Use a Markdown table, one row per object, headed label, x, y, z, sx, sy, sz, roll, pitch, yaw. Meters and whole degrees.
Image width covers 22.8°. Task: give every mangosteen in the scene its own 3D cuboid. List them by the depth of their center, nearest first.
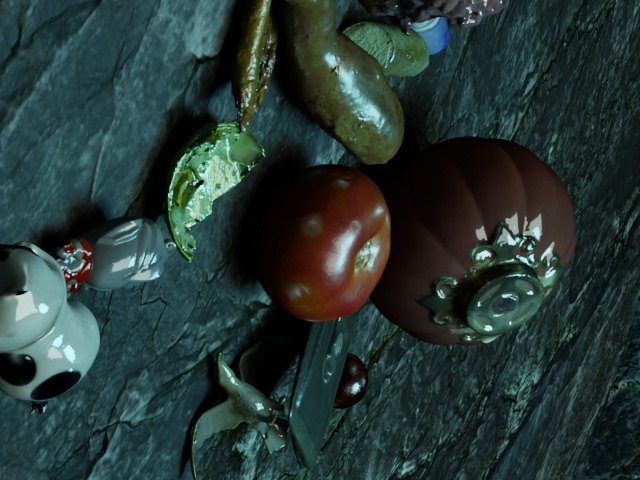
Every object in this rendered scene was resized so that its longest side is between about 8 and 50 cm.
| label | x | y | z | sx | sy | sz | roll | pitch | yaw |
| --- | --- | --- | --- | --- | --- | --- | --- | --- | --- |
| mangosteen | 0.027 | 0.192 | 2.188 | 0.081 | 0.081 | 0.081 | -47 | 150 | -37 |

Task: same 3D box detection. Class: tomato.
| label | x | y | z | sx | sy | sz | roll | pitch | yaw |
| --- | --- | --- | --- | --- | --- | --- | --- | --- | --- |
| tomato | 0.000 | 0.000 | 1.874 | 0.195 | 0.136 | 0.195 | -44 | 146 | -41 |

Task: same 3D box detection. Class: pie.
| label | x | y | z | sx | sy | sz | roll | pitch | yaw |
| --- | --- | --- | --- | --- | --- | --- | --- | --- | --- |
| pie | -0.065 | -0.208 | 1.656 | 0.088 | 0.033 | 0.191 | -18 | 119 | -71 |

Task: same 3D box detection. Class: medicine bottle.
| label | x | y | z | sx | sy | sz | roll | pitch | yaw |
| --- | --- | --- | --- | --- | --- | --- | --- | --- | --- |
| medicine bottle | 0.108 | -0.301 | 1.917 | 0.059 | 0.059 | 0.231 | -61 | 156 | -12 |

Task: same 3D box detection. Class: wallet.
| label | x | y | z | sx | sy | sz | roll | pitch | yaw |
| --- | --- | --- | --- | --- | --- | --- | --- | --- | --- |
| wallet | 0.000 | 0.155 | 2.033 | 0.168 | 0.052 | 0.245 | 78 | 21 | -58 |

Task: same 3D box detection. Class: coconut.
| label | x | y | z | sx | sy | sz | roll | pitch | yaw |
| --- | --- | --- | --- | --- | --- | --- | --- | --- | --- |
| coconut | -0.122 | -0.066 | 1.650 | 0.158 | 0.055 | 0.133 | -49 | 143 | -39 |

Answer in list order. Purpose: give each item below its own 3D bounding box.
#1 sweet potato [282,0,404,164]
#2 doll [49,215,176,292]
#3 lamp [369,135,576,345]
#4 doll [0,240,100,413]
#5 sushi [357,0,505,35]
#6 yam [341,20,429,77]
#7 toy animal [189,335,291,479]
| label | x | y | z | sx | sy | sz | roll | pitch | yaw |
| --- | --- | --- | --- | --- | --- | --- | --- | --- | --- |
| sweet potato | 0.011 | -0.196 | 1.757 | 0.109 | 0.109 | 0.385 | -59 | 150 | -16 |
| doll | -0.210 | 0.019 | 1.529 | 0.180 | 0.079 | 0.094 | -18 | 144 | -44 |
| lamp | 0.195 | 0.001 | 2.126 | 0.303 | 0.257 | 0.303 | -15 | 135 | -15 |
| doll | -0.267 | 0.068 | 1.401 | 0.181 | 0.110 | 0.107 | 71 | 18 | -51 |
| sushi | 0.143 | -0.362 | 1.724 | 0.270 | 0.236 | 0.171 | -40 | 146 | -19 |
| yam | 0.078 | -0.231 | 1.910 | 0.146 | 0.069 | 0.070 | -10 | 121 | -63 |
| toy animal | -0.083 | 0.186 | 1.930 | 0.219 | 0.095 | 0.155 | -54 | 159 | -28 |
